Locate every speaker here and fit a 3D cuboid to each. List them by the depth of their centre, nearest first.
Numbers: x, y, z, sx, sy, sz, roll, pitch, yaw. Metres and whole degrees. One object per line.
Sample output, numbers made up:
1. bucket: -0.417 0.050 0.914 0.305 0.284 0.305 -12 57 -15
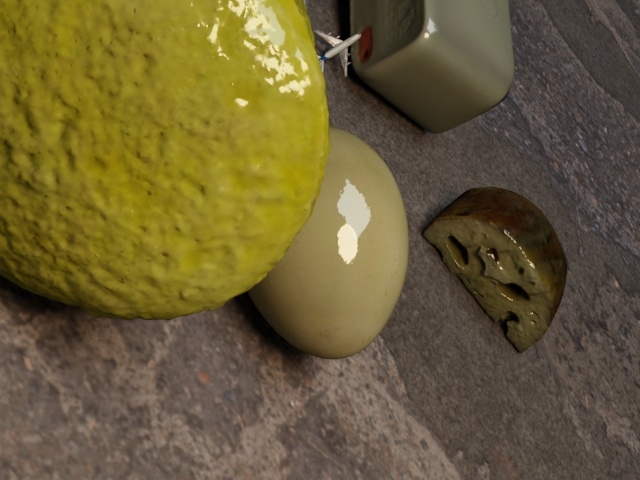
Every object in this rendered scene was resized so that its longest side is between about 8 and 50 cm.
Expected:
1. speaker: 0.154 -0.381 1.548 0.184 0.183 0.406 26 53 -40

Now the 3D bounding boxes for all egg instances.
1. egg: 0.000 0.000 1.101 0.188 0.188 0.254 7 69 -47

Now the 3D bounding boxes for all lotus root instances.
1. lotus root: 0.261 0.029 1.452 0.235 0.138 0.119 54 45 -15

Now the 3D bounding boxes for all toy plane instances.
1. toy plane: 0.022 -0.264 1.447 0.084 0.024 0.078 -35 91 -26

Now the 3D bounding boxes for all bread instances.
1. bread: -0.158 -0.139 0.893 0.348 0.348 0.308 43 22 -19

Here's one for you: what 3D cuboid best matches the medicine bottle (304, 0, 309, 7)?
1. medicine bottle: -0.075 -0.341 1.298 0.141 0.141 0.293 41 33 -22
